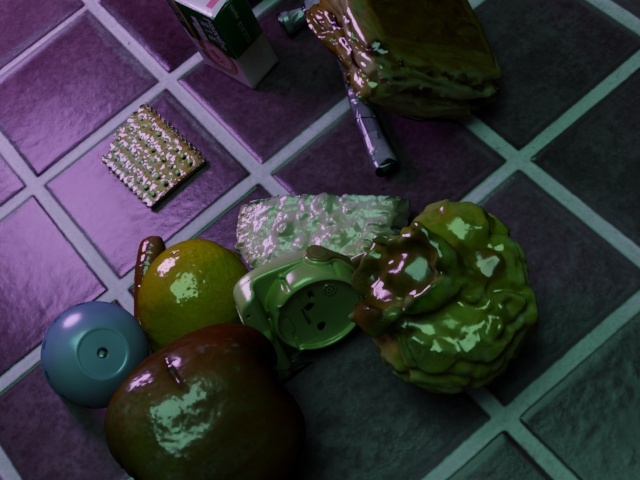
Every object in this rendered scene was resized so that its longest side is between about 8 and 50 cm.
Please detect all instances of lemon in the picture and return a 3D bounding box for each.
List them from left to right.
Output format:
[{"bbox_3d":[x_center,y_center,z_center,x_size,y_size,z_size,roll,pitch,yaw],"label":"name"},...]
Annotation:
[{"bbox_3d":[-0.193,0.094,1.804,0.178,0.178,0.203,30,73,31],"label":"lemon"}]

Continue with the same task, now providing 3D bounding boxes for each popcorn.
[{"bbox_3d":[0.173,0.079,1.648,0.270,0.224,0.258,-36,93,-26],"label":"popcorn"}]

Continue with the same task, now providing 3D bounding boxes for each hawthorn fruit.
[{"bbox_3d":[-0.141,0.243,1.646,0.301,0.268,0.268,-34,54,-13],"label":"hawthorn fruit"}]

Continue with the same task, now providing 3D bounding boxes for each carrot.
[{"bbox_3d":[-0.285,0.089,1.925,0.048,0.048,0.216,-4,63,17],"label":"carrot"}]

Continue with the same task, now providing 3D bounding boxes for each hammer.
[{"bbox_3d":[0.043,-0.270,2.034,0.152,0.044,0.427,-21,56,5],"label":"hammer"}]

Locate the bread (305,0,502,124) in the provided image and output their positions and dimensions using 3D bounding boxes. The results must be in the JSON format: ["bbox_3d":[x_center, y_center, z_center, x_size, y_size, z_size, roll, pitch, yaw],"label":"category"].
[{"bbox_3d":[0.125,-0.328,1.934,0.167,0.277,0.324,-50,49,42],"label":"bread"}]

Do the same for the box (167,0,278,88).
[{"bbox_3d":[-0.172,-0.373,2.073,0.135,0.199,0.081,32,76,34],"label":"box"}]

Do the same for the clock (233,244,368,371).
[{"bbox_3d":[-0.002,0.085,1.746,0.232,0.170,0.069,-26,41,-1],"label":"clock"}]

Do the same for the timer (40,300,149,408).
[{"bbox_3d":[-0.332,0.187,1.786,0.175,0.255,0.175,0,68,-1],"label":"timer"}]

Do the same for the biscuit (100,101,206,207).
[{"bbox_3d":[-0.306,-0.150,2.093,0.144,0.016,0.203,-43,56,-10],"label":"biscuit"}]

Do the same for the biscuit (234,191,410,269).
[{"bbox_3d":[0.000,0.000,1.852,0.281,0.084,0.179,-6,57,15],"label":"biscuit"}]
